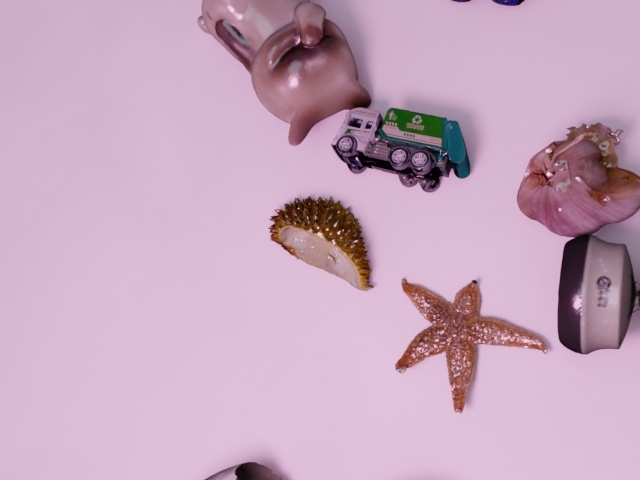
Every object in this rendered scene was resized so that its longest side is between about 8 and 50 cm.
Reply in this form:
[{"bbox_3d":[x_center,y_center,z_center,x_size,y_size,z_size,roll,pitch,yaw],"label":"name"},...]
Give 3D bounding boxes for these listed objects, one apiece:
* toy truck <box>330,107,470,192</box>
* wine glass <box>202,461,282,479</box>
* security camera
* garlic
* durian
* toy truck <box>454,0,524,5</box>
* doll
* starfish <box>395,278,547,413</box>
[{"bbox_3d":[0.154,-0.171,1.612,0.253,0.114,0.124,17,76,22],"label":"toy truck"},{"bbox_3d":[-0.191,0.570,1.594,0.323,0.238,0.238,-45,71,20],"label":"wine glass"},{"bbox_3d":[0.530,0.094,1.391,0.277,0.191,0.197,3,83,21],"label":"security camera"},{"bbox_3d":[0.434,-0.133,1.446,0.207,0.257,0.207,-4,49,5],"label":"garlic"},{"bbox_3d":[0.000,0.000,1.656,0.252,0.144,0.139,20,113,17],"label":"durian"},{"bbox_3d":[0.298,-0.526,1.561,0.213,0.177,0.161,12,89,21],"label":"toy truck"},{"bbox_3d":[-0.078,-0.388,1.671,0.215,0.226,0.370,-30,65,-21],"label":"doll"},{"bbox_3d":[0.251,0.186,1.565,0.295,0.048,0.231,22,81,20],"label":"starfish"}]
